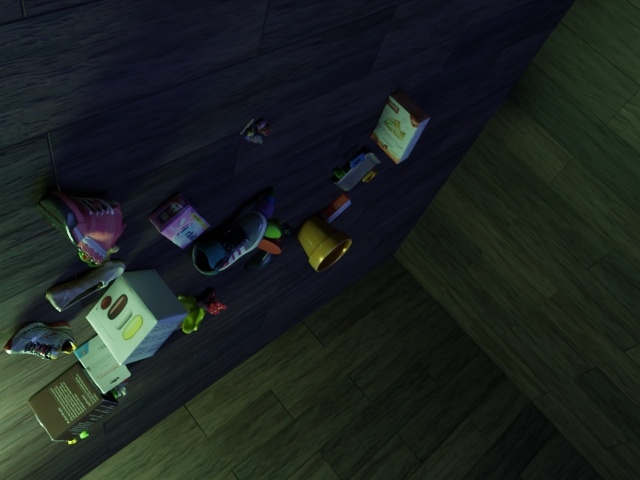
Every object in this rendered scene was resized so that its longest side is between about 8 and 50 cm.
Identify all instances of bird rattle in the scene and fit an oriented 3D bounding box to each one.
[{"bbox_3d":[-0.503,0.276,2.206,0.207,0.143,0.253,-34,180,15],"label":"bird rattle"}]

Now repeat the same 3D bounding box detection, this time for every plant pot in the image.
[{"bbox_3d":[0.000,0.000,2.465,0.205,0.188,0.205,-39,164,-13],"label":"plant pot"}]

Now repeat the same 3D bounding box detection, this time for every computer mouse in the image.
[{"bbox_3d":[-0.201,0.040,2.324,0.262,0.060,0.184,-40,165,-7],"label":"computer mouse"}]

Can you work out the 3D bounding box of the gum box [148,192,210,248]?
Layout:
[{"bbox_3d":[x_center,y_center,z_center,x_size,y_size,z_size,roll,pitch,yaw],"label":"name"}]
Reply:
[{"bbox_3d":[-0.394,-0.054,1.590,0.107,0.062,0.188,-41,165,-5],"label":"gum box"}]

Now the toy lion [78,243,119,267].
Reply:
[{"bbox_3d":[-0.575,0.034,1.457,0.096,0.034,0.100,-13,149,-47],"label":"toy lion"}]

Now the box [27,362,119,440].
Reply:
[{"bbox_3d":[-0.846,0.558,1.953,0.203,0.168,0.167,-38,165,-13],"label":"box"}]

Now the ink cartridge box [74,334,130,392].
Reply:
[{"bbox_3d":[-0.709,0.408,1.858,0.104,0.180,0.060,-34,163,-24],"label":"ink cartridge box"}]

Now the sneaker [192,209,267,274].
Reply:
[{"bbox_3d":[-0.315,0.014,1.855,0.295,0.124,0.178,-42,174,25],"label":"sneaker"}]

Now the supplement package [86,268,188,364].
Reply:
[{"bbox_3d":[-0.554,0.227,1.715,0.203,0.194,0.149,-48,164,18],"label":"supplement package"}]

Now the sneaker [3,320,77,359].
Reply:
[{"bbox_3d":[-0.757,0.278,1.554,0.088,0.093,0.225,-46,164,14],"label":"sneaker"}]

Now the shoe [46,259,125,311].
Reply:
[{"bbox_3d":[-0.619,0.121,1.525,0.219,0.058,0.076,-30,161,-38],"label":"shoe"}]

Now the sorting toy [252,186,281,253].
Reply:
[{"bbox_3d":[-0.179,-0.080,2.040,0.365,0.127,0.126,95,16,-65],"label":"sorting toy"}]

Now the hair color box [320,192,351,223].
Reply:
[{"bbox_3d":[0.068,-0.141,2.521,0.141,0.043,0.072,-42,165,-3],"label":"hair color box"}]

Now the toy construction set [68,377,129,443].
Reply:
[{"bbox_3d":[-0.865,0.632,2.138,0.327,0.151,0.215,-41,157,-13],"label":"toy construction set"}]

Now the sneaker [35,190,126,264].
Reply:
[{"bbox_3d":[-0.515,-0.057,1.254,0.136,0.116,0.314,-48,174,-17],"label":"sneaker"}]

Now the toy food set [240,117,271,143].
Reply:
[{"bbox_3d":[-0.168,-0.298,1.558,0.078,0.019,0.122,-46,164,16],"label":"toy food set"}]

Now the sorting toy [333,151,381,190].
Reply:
[{"bbox_3d":[0.146,-0.288,2.314,0.196,0.047,0.347,-40,165,10],"label":"sorting toy"}]

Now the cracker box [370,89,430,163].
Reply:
[{"bbox_3d":[0.291,-0.417,2.102,0.067,0.156,0.232,-32,161,-30],"label":"cracker box"}]
